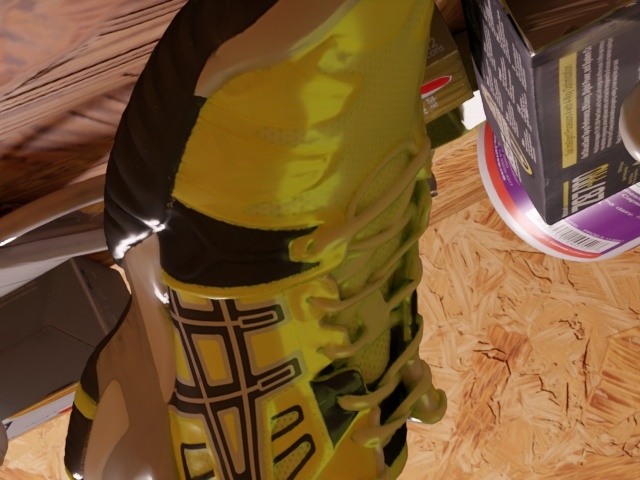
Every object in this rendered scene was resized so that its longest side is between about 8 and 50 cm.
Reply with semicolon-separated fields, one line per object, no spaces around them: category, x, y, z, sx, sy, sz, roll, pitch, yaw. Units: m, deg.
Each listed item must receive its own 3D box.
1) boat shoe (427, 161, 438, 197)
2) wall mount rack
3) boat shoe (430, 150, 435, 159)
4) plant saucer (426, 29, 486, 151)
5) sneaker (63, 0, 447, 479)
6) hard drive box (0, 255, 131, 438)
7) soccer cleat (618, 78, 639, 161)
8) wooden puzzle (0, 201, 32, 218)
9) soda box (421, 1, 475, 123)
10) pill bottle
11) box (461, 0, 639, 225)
boat shoe;-0.002;0.002;1.342;0.305;0.091;0.109;-24;174;-35
wall mount rack;-0.219;0.086;0.766;0.350;0.130;0.304;-27;174;33
boat shoe;0.065;-0.071;1.244;0.043;0.049;0.137;16;172;-5
plant saucer;0.063;-0.091;0.990;0.188;0.045;0.188;-25;174;-29
sneaker;-0.002;0.019;0.616;0.145;0.147;0.385;-43;160;-36
hard drive box;-0.226;0.090;1.076;0.181;0.089;0.232;-27;176;-1
soccer cleat;0.213;-0.066;0.682;0.196;0.068;0.076;-22;169;-25
wooden puzzle;-0.179;-0.006;0.788;0.049;0.006;0.083;-28;175;13
soda box;0.035;-0.092;0.737;0.061;0.058;0.181;-28;176;7
pill bottle;0.263;-0.105;1.132;0.181;0.181;0.323;-25;175;-25
box;0.234;-0.145;0.759;0.318;0.097;0.395;-29;167;4
